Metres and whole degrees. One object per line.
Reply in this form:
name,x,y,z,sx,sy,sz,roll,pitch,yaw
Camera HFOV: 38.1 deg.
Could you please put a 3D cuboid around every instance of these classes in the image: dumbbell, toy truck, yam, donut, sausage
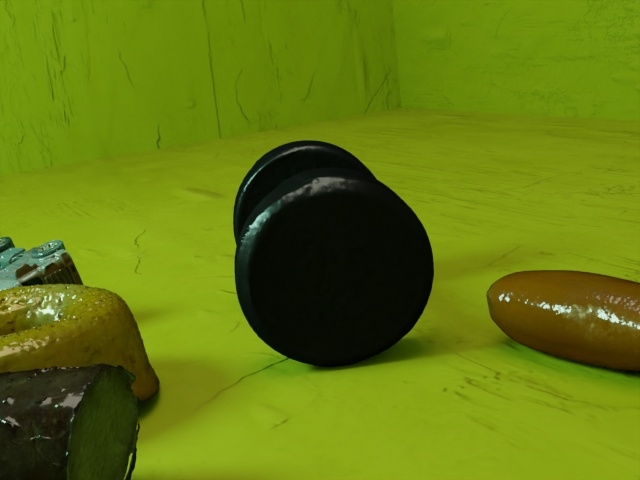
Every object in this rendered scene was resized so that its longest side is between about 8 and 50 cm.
dumbbell,0.000,0.000,1.080,0.204,0.203,0.322,-7,14,-4
toy truck,-0.424,0.073,1.194,0.257,0.108,0.140,3,29,39
yam,-0.286,0.163,0.712,0.280,0.131,0.131,-5,14,8
donut,-0.302,0.122,0.909,0.278,0.108,0.277,-6,14,1
sausage,0.263,0.075,0.891,0.098,0.098,0.238,-18,20,-39
